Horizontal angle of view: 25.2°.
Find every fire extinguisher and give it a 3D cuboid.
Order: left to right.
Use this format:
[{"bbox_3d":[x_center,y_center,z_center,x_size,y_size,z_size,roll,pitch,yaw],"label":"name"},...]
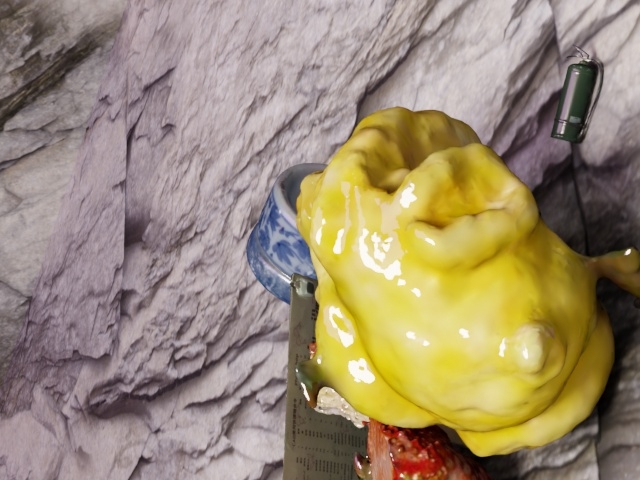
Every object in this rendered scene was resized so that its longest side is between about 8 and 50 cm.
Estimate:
[{"bbox_3d":[0.225,-0.127,1.245,0.038,0.025,0.083,16,97,30],"label":"fire extinguisher"}]

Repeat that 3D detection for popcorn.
[{"bbox_3d":[0.098,0.042,1.163,0.297,0.281,0.316,57,172,4],"label":"popcorn"}]

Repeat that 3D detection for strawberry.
[{"bbox_3d":[0.101,0.219,1.265,0.236,0.106,0.175,-166,66,-82],"label":"strawberry"}]

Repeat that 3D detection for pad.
[{"bbox_3d":[0.014,0.176,1.469,0.009,0.159,0.265,-7,74,34],"label":"pad"}]

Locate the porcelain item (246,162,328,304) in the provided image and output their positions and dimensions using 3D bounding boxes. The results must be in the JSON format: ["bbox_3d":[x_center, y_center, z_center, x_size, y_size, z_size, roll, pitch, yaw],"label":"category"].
[{"bbox_3d":[0.000,0.000,1.572,0.147,0.147,0.114,-106,33,-46],"label":"porcelain item"}]

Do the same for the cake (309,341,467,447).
[{"bbox_3d":[0.100,0.151,1.408,0.220,0.116,0.086,5,87,35],"label":"cake"}]
